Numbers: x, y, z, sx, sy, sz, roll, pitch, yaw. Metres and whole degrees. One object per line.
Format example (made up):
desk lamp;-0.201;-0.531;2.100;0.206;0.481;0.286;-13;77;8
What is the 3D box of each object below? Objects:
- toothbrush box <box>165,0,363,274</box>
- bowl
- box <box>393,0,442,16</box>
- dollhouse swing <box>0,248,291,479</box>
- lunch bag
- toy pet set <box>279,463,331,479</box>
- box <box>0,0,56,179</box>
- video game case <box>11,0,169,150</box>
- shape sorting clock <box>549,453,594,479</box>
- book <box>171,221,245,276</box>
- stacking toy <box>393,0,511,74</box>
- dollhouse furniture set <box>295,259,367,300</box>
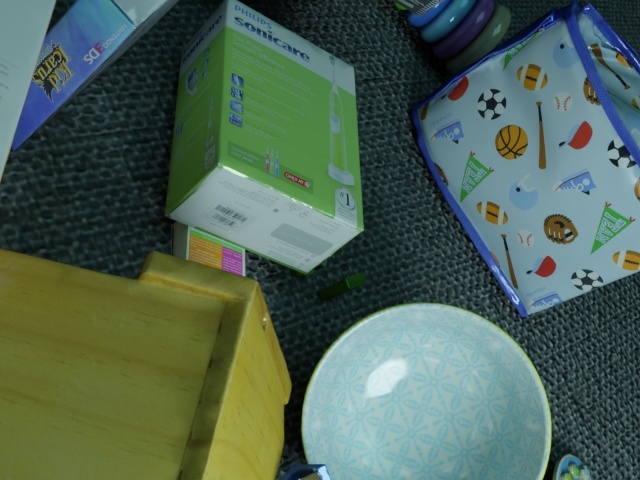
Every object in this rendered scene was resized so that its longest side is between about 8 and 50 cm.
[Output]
toothbrush box;-0.065;-0.130;1.193;0.206;0.122;0.283;23;48;-30
bowl;0.123;0.220;1.178;0.156;0.290;0.289;64;2;-86
box;0.049;-0.441;1.246;0.270;0.060;0.216;21;56;-35
dollhouse swing;-0.227;0.214;0.944;0.315;0.305;0.346;78;20;-53
lunch bag;0.365;-0.131;1.481;0.385;0.328;0.239;54;39;-6
toy pet set;-0.013;0.315;1.073;0.122;0.065;0.114;-22;107;-12
box;-0.377;-0.153;0.873;0.168;0.215;0.345;27;53;-32
video game case;-0.218;-0.236;1.024;0.061;0.269;0.244;46;45;-15
shape sorting clock;0.390;0.416;1.412;0.206;0.040;0.206;43;37;-44
book;-0.129;0.053;1.137;0.096;0.035;0.144;21;57;-39
stacking toy;0.154;-0.427;1.588;0.330;0.141;0.141;39;48;-15
dollhouse furniture set;0.000;0.000;1.265;0.076;0.059;0.151;-14;80;-47
